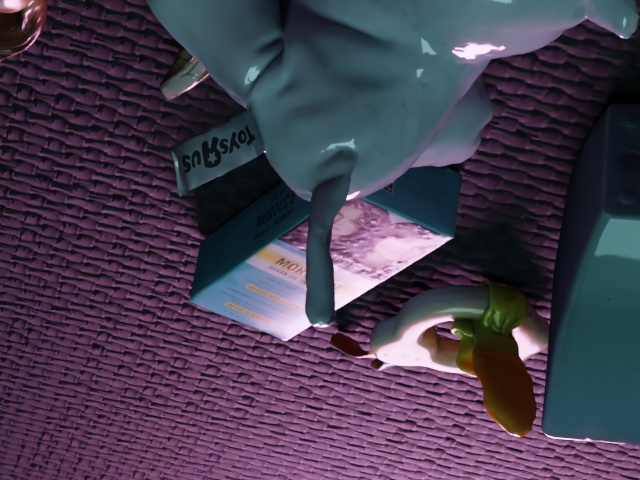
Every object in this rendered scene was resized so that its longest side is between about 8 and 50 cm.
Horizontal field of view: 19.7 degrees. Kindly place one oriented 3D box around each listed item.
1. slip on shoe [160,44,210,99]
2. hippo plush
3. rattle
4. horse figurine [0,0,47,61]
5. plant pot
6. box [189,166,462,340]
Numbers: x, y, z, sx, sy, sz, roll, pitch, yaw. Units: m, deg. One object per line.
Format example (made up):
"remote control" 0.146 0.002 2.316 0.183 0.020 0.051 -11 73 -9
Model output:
"slip on shoe" -0.076 -0.139 1.275 0.041 0.051 0.135 58 148 -2
"hippo plush" 0.042 -0.155 1.052 0.234 0.294 0.236 46 122 -2
"rattle" 0.097 0.122 1.581 0.200 0.142 0.130 -17 160 27
"horse figurine" -0.255 -0.197 1.198 0.174 0.066 0.263 -3 146 30
"plant pot" 0.251 0.019 1.339 0.165 0.165 0.234 4 143 8
"box" 0.000 0.000 1.467 0.100 0.060 0.244 24 147 -24
